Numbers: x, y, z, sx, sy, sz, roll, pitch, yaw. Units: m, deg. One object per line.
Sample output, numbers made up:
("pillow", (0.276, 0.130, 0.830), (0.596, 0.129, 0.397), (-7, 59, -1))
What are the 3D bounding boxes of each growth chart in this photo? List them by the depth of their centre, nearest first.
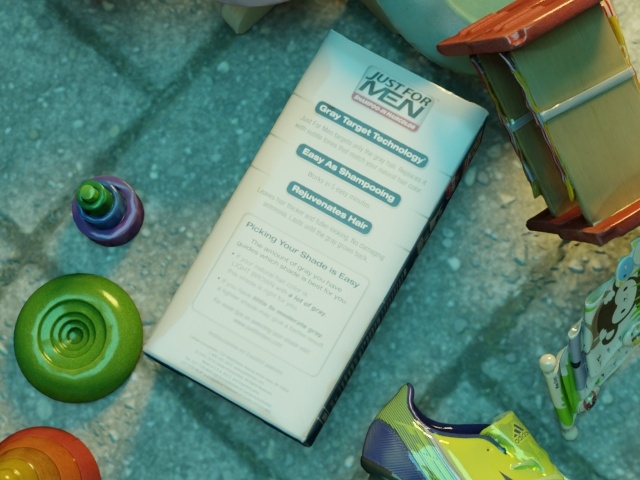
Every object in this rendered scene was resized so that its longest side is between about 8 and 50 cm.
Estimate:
("growth chart", (0.280, 0.061, 1.266), (0.237, 0.172, 0.021), (-45, 54, -7))

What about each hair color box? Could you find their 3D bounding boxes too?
("hair color box", (0.000, 0.000, 1.327), (0.174, 0.105, 0.347), (29, 82, 8))

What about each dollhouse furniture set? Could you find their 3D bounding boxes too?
("dollhouse furniture set", (0.323, -0.169, 1.248), (0.374, 0.152, 0.201), (-28, 103, -10))

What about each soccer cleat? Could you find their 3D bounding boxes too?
("soccer cleat", (0.177, 0.219, 1.259), (0.289, 0.093, 0.121), (23, 82, 7))

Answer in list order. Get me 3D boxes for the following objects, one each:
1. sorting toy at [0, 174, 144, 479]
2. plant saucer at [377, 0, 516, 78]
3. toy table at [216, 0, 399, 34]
("sorting toy", (-0.245, 0.107, 1.318), (0.127, 0.126, 0.366), (12, 80, 8))
("plant saucer", (0.169, -0.309, 1.309), (0.317, 0.043, 0.318), (-3, 96, -32))
("toy table", (-0.009, -0.314, 1.367), (0.274, 0.161, 0.252), (-31, 77, -2))
